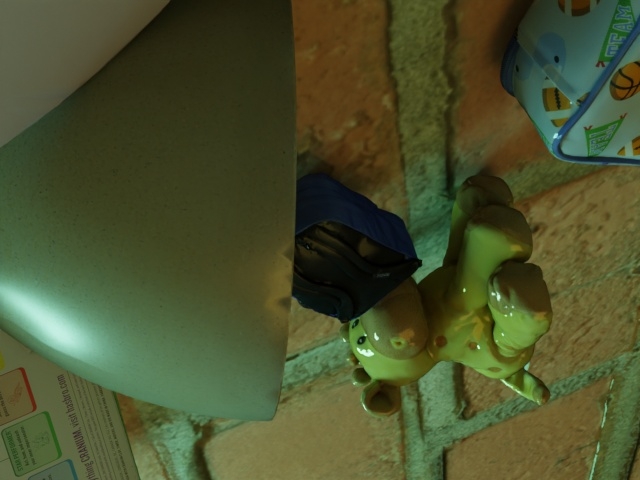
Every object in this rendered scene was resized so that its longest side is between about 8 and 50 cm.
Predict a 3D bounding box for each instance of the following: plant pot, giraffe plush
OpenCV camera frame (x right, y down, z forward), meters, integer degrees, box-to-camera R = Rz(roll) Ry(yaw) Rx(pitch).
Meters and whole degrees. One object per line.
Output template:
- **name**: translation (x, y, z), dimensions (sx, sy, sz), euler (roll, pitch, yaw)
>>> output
- **plant pot**: translation (-0.124, -0.034, 0.726), dimensions (0.191, 0.284, 0.284), euler (1, 140, -7)
- **giraffe plush**: translation (0.101, 0.064, 1.066), dimensions (0.171, 0.181, 0.210), euler (-11, 126, -2)

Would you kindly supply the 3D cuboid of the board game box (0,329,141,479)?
- **board game box**: translation (-0.299, 0.131, 0.812), dimensions (0.317, 0.064, 0.242), euler (-22, 110, -28)

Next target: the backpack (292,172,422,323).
- **backpack**: translation (0.000, 0.000, 0.966), dimensions (0.120, 0.101, 0.098), euler (23, 121, -43)

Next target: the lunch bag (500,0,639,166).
- **lunch bag**: translation (0.289, -0.183, 0.909), dimensions (0.243, 0.115, 0.303), euler (-1, 137, -35)

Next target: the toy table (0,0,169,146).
- **toy table**: translation (-0.169, -0.159, 0.538), dimensions (0.274, 0.161, 0.252), euler (-41, 170, -26)
